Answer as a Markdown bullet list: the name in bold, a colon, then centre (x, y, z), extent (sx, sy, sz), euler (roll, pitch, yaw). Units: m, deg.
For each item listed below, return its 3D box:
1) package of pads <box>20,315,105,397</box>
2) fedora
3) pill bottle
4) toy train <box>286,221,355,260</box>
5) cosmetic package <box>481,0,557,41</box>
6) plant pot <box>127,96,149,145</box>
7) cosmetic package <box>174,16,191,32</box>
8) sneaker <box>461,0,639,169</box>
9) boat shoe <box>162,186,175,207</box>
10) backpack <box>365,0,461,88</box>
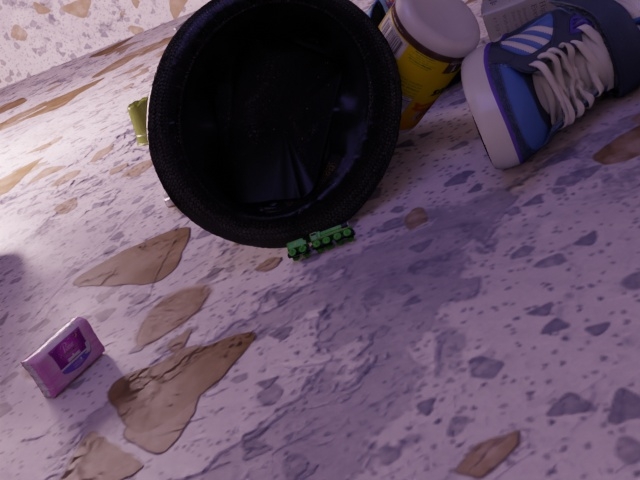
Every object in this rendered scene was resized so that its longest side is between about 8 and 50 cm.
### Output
- **package of pads**: centre (-0.283, 0.128, 0.954), extent (0.032, 0.050, 0.083), euler (-1, 33, 41)
- **fedora**: centre (-0.056, -0.148, 1.088), extent (0.334, 0.334, 0.152), euler (-27, -6, -6)
- **pill bottle**: centre (0.107, -0.220, 1.131), extent (0.117, 0.117, 0.215), euler (-47, -3, -41)
- **toy train**: centre (0.000, 0.000, 0.985), extent (0.083, 0.017, 0.024), euler (-20, 53, 9)
- **cosmetic package**: centre (0.347, -0.304, 1.175), extent (0.231, 0.117, 0.085), euler (-17, 25, 19)
- **plant pot**: centre (-0.351, -0.246, 1.748), extent (0.083, 0.079, 0.083), euler (-20, 23, 9)
- **cosmetic package**: centre (-0.120, -0.229, 1.301), extent (0.099, 0.239, 0.060), euler (-2, 33, 41)
- **sneaker**: centre (0.301, -0.205, 0.990), extent (0.236, 0.130, 0.323), euler (-18, 19, 25)
- **boat shoe**: centre (-0.208, -0.144, 1.383), extent (0.098, 0.096, 0.277), euler (-18, 25, 13)
- **backpack**: centre (0.127, -0.298, 1.294), extent (0.158, 0.173, 0.117), euler (-32, 25, -14)
